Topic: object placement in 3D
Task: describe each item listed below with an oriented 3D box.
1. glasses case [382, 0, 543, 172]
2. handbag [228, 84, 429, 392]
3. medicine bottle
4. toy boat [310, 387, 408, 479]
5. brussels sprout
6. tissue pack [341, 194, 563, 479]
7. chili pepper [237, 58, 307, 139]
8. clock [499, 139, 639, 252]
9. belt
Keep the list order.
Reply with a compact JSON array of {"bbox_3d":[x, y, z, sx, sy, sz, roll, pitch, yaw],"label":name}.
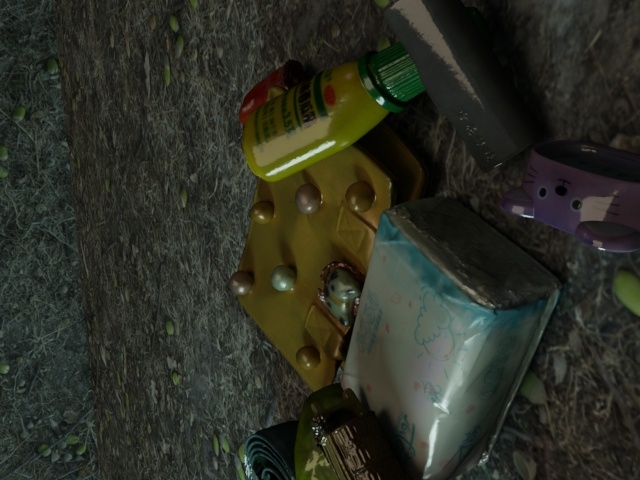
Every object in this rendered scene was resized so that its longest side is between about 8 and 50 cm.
[{"bbox_3d":[0.139,-0.162,0.721,0.072,0.042,0.190,-31,95,31],"label":"glasses case"},{"bbox_3d":[0.000,0.000,1.020,0.283,0.133,0.401,48,137,35],"label":"handbag"},{"bbox_3d":[0.045,-0.162,0.820,0.309,0.076,0.111,-23,55,28],"label":"medicine bottle"},{"bbox_3d":[0.061,0.271,0.808,0.226,0.068,0.088,62,152,19],"label":"toy boat"},{"bbox_3d":[0.043,0.292,0.967,0.223,0.161,0.223,162,90,-82],"label":"brussels sprout"},{"bbox_3d":[0.129,0.110,0.825,0.201,0.124,0.271,51,140,46],"label":"tissue pack"},{"bbox_3d":[-0.079,-0.198,1.121,0.084,0.086,0.192,52,139,-7],"label":"chili pepper"},{"bbox_3d":[0.231,-0.042,0.618,0.152,0.110,0.050,32,127,52],"label":"clock"},{"bbox_3d":[-0.031,0.397,1.185,0.267,0.116,0.206,-21,83,62],"label":"belt"}]
